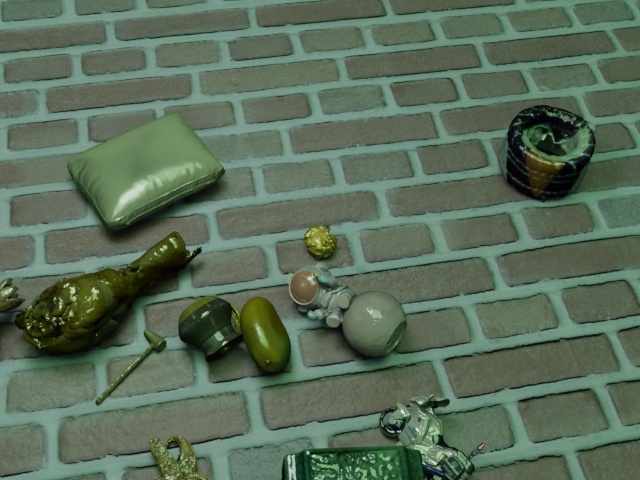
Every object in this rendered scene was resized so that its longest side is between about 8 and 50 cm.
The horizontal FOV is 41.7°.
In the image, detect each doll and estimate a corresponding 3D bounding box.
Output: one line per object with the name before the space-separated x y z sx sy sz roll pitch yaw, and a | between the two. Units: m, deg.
doll | 0.050 0.141 1.851 0.287 0.151 0.151 30 58 23

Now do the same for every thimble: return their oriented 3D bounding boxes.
thimble | 0.580 -0.226 2.130 0.237 0.150 0.237 2 53 -3

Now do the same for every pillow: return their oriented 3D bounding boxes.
pillow | -0.422 -0.173 2.039 0.322 0.120 0.255 -30 60 -19

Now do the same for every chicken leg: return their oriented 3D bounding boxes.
chicken leg | -0.447 0.104 1.836 0.429 0.201 0.152 -35 90 -31

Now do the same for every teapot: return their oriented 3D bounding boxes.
teapot | -0.226 0.186 1.814 0.119 0.130 0.166 53 34 12

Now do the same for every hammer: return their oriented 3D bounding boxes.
hammer | -0.416 0.269 1.791 0.060 0.028 0.195 31 60 23

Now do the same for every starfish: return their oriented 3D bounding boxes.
starfish | -0.279 0.474 1.640 0.150 0.053 0.209 -8 58 -4

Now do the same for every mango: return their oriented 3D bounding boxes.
mango | -0.124 0.198 1.805 0.085 0.122 0.191 -40 52 17

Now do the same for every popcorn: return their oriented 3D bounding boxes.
popcorn | 0.000 0.000 1.987 0.082 0.057 0.083 22 60 19

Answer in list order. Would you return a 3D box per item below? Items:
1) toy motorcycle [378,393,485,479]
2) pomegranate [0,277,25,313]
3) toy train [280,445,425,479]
toy motorcycle | 0.230 0.401 1.704 0.150 0.102 0.221 -39 61 -3
pomegranate | -0.734 0.159 1.754 0.225 0.187 0.187 -29 62 -25
toy train | 0.059 0.485 1.544 0.299 0.238 0.167 -2 52 -6
